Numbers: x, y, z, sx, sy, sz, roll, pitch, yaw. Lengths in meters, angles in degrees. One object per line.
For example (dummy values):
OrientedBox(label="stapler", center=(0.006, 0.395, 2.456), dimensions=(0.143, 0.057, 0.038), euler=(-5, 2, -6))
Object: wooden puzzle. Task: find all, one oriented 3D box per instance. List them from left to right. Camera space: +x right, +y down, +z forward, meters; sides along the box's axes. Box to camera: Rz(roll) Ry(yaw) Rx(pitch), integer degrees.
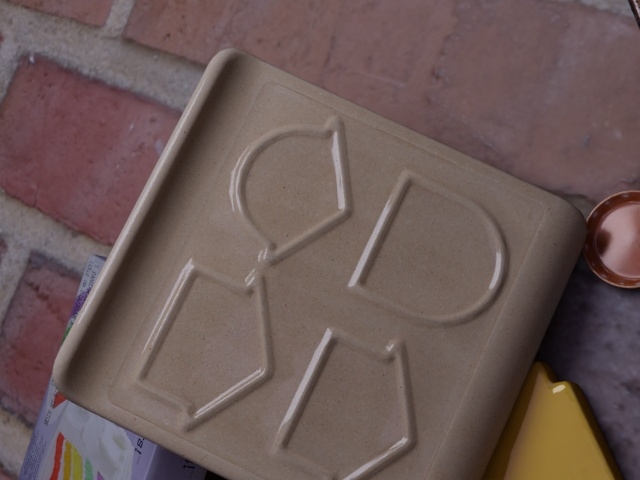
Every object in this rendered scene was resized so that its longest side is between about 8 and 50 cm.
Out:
OrientedBox(label="wooden puzzle", center=(0.005, 0.053, 0.860), dimensions=(0.347, 0.080, 0.322), euler=(26, 81, 0))

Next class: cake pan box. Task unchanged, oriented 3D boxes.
OrientedBox(label="cake pan box", center=(-0.187, 0.159, 1.007), dimensions=(0.245, 0.070, 0.267), euler=(23, 94, 51))

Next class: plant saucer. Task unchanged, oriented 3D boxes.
OrientedBox(label="plant saucer", center=(0.262, 0.000, 0.872), dimensions=(0.083, 0.013, 0.084), euler=(-6, 77, 27))

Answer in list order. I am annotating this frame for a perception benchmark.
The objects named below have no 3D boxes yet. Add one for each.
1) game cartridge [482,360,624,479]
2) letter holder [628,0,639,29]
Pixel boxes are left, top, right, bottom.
OrientedBox(label="game cartridge", center=(0.120, 0.291, 0.876), dimensions=(0.323, 0.052, 0.285), euler=(-28, 68, 19))
OrientedBox(label="letter holder", center=(0.383, -0.072, 0.742), dimensions=(0.214, 0.152, 0.302), euler=(-22, 70, 22))
